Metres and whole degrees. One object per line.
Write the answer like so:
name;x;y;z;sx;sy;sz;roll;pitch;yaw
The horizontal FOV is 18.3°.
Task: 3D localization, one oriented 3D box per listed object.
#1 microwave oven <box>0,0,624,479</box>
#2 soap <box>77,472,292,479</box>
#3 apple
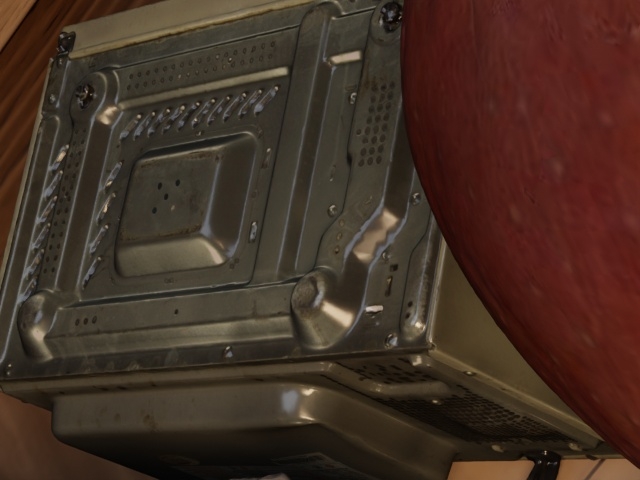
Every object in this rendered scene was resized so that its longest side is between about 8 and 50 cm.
microwave oven;0.000;0.000;0.768;0.240;0.145;0.194;-7;62;42
soap;-0.088;0.126;0.774;0.258;0.159;0.302;-53;44;16
apple;0.168;-0.046;0.534;0.305;0.235;0.306;-27;10;5
